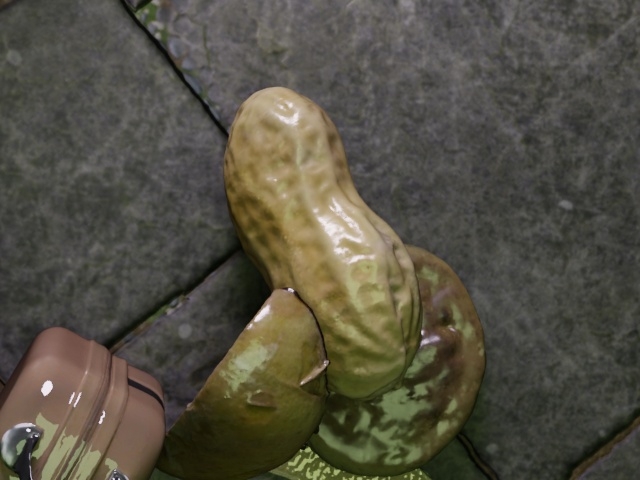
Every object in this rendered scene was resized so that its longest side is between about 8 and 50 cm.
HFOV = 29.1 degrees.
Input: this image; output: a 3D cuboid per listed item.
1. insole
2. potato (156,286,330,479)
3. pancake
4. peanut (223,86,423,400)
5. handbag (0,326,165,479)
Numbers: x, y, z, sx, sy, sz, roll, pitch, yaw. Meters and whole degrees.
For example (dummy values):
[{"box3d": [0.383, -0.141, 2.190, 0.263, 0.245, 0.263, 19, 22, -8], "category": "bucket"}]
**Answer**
[{"box3d": [0.022, 0.238, 1.276, 0.247, 0.011, 0.081, 24, 89, -12], "category": "insole"}, {"box3d": [-0.076, 0.175, 1.126, 0.120, 0.100, 0.261, 40, 124, 3], "category": "potato"}, {"box3d": [0.057, 0.117, 1.249, 0.241, 0.050, 0.242, 1, 85, -7], "category": "pancake"}, {"box3d": [0.000, 0.000, 1.174, 0.149, 0.149, 0.313, -24, 79, -9], "category": "peanut"}, {"box3d": [-0.256, 0.241, 1.079, 0.149, 0.283, 0.302, 32, 87, -10], "category": "handbag"}]
